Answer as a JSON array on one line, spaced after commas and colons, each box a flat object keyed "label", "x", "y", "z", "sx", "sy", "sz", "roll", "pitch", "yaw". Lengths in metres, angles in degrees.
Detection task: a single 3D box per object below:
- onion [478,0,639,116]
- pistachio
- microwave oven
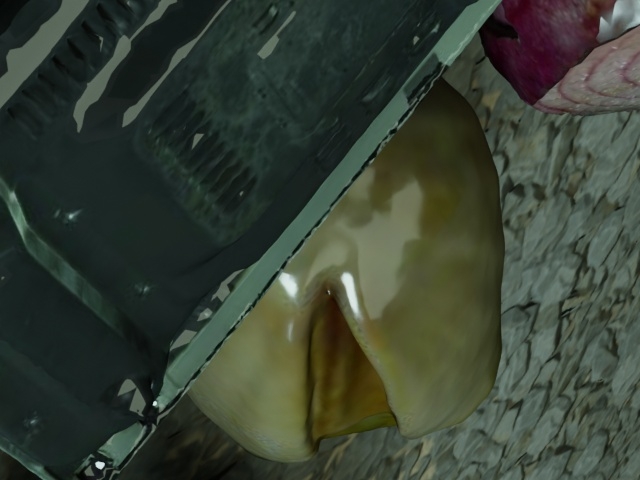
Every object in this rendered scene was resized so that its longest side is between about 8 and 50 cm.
[{"label": "onion", "x": 0.176, "y": -0.190, "z": 0.861, "sx": 0.256, "sy": 0.230, "sz": 0.272, "roll": -9, "pitch": 176, "yaw": -23}, {"label": "pistachio", "x": 0.000, "y": 0.000, "z": 0.878, "sx": 0.166, "sy": 0.197, "sz": 0.288, "roll": -7, "pitch": 156, "yaw": 2}, {"label": "microwave oven", "x": -0.072, "y": -0.090, "z": 0.640, "sx": 0.295, "sy": 0.181, "sz": 0.237, "roll": -50, "pitch": 151, "yaw": -8}]
